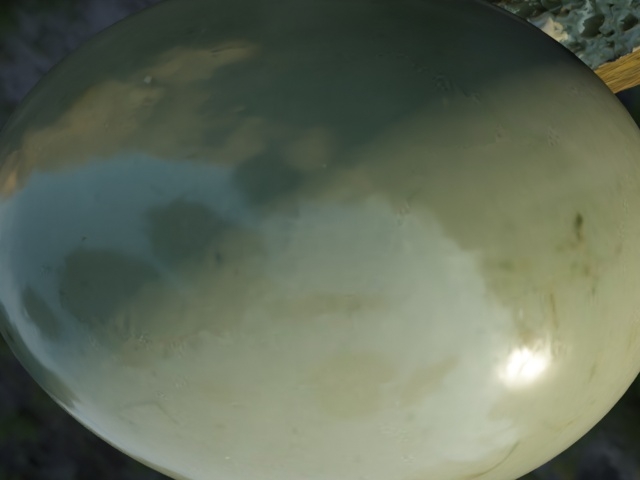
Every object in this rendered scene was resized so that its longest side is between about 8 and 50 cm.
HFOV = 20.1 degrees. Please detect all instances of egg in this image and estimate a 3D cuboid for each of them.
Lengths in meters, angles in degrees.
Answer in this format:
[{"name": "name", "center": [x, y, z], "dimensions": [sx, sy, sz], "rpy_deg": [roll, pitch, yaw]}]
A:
[{"name": "egg", "center": [0.000, 0.000, 0.500], "dimensions": [0.192, 0.149, 0.149], "rpy_deg": [7, 150, 5]}]

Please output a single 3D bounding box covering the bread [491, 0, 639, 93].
[{"name": "bread", "center": [0.161, -0.110, 0.754], "dimensions": [0.286, 0.207, 0.056], "rpy_deg": [-23, 89, 40]}]
